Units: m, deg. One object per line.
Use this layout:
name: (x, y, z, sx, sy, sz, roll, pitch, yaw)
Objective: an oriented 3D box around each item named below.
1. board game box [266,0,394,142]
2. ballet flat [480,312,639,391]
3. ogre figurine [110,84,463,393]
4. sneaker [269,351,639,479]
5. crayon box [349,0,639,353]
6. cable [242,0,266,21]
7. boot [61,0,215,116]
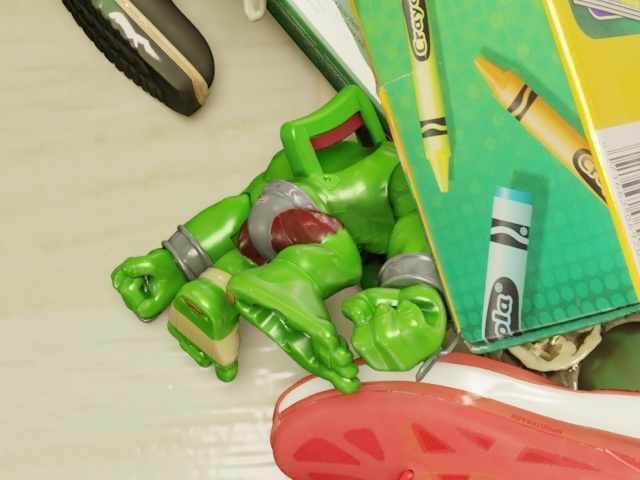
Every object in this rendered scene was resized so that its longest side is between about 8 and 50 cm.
board game box: (0.061, -0.175, 0.566, 0.213, 0.046, 0.317, -40, 90, -8)
ballet flat: (0.176, 0.090, 0.518, 0.250, 0.058, 0.084, 38, 81, 12)
ogre figurine: (0.000, 0.000, 0.511, 0.097, 0.197, 0.118, 48, 63, -10)
sneaker: (0.067, 0.119, 0.464, 0.221, 0.087, 0.128, -1, 49, 26)
crayon box: (0.090, -0.114, 0.459, 0.165, 0.081, 0.278, -15, 86, -46)
cable: (-0.035, -0.232, 0.520, 0.139, 0.072, 0.287, -15, 76, -6)
boot: (-0.083, -0.172, 0.600, 0.137, 0.077, 0.198, -37, 78, -12)
